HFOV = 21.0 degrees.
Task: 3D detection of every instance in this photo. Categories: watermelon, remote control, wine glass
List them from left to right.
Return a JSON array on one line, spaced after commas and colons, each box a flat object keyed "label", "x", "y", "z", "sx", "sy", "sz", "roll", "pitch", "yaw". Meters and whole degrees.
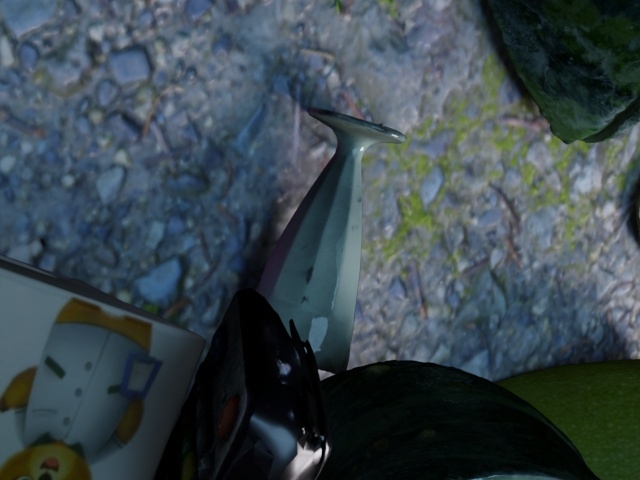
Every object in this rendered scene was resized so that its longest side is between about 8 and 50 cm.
[{"label": "remote control", "x": -0.090, "y": 0.221, "z": 0.917, "sx": 0.062, "sy": 0.144, "sz": 0.399, "roll": 18, "pitch": 115, "yaw": -16}, {"label": "wine glass", "x": 0.000, "y": 0.000, "z": 1.061, "sx": 0.073, "sy": 0.073, "sz": 0.155, "roll": 16, "pitch": 88, "yaw": -41}, {"label": "watermelon", "x": 0.210, "y": -0.227, "z": 1.140, "sx": 0.232, "sy": 0.193, "sz": 0.310, "roll": -12, "pitch": 93, "yaw": -17}]

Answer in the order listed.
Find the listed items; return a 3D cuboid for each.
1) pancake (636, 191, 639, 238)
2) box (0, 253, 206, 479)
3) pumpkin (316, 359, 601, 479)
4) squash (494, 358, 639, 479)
[{"label": "pancake", "x": 0.276, "y": -0.027, "z": 1.313, "sx": 0.108, "sy": 0.017, "sz": 0.108, "roll": -14, "pitch": 112, "yaw": -40}, {"label": "box", "x": -0.233, "y": 0.162, "z": 0.865, "sx": 0.225, "sy": 0.143, "sz": 0.341, "roll": 23, "pitch": 89, "yaw": -41}, {"label": "pumpkin", "x": 0.039, "y": 0.201, "z": 1.044, "sx": 0.263, "sy": 0.197, "sz": 0.293, "roll": 15, "pitch": 116, "yaw": -32}, {"label": "squash", "x": 0.151, "y": 0.184, "z": 1.267, "sx": 0.260, "sy": 0.189, "sz": 0.189, "roll": -6, "pitch": 110, "yaw": -1}]
